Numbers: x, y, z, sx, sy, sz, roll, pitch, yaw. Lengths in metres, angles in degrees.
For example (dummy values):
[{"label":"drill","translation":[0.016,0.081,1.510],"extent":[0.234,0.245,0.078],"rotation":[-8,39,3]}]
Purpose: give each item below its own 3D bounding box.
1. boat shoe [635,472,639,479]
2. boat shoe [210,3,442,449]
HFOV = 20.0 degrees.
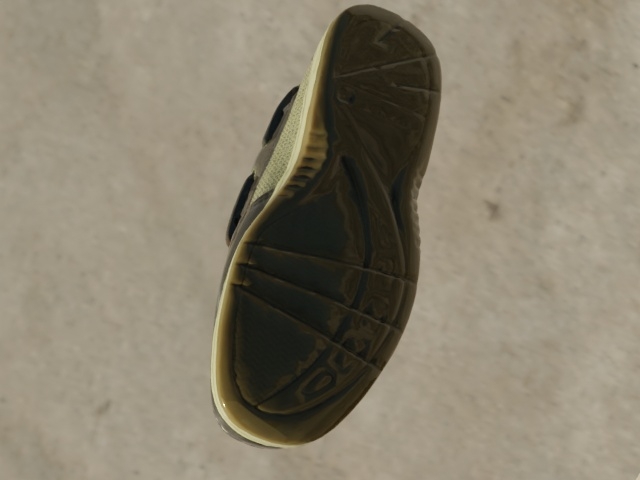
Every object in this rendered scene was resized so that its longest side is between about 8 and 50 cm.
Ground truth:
[{"label":"boat shoe","translation":[0.137,0.228,0.762],"extent":[0.127,0.158,0.340],"rotation":[35,90,31]},{"label":"boat shoe","translation":[-0.001,-0.001,0.803],"extent":[0.073,0.080,0.223],"rotation":[132,158,-57]}]
